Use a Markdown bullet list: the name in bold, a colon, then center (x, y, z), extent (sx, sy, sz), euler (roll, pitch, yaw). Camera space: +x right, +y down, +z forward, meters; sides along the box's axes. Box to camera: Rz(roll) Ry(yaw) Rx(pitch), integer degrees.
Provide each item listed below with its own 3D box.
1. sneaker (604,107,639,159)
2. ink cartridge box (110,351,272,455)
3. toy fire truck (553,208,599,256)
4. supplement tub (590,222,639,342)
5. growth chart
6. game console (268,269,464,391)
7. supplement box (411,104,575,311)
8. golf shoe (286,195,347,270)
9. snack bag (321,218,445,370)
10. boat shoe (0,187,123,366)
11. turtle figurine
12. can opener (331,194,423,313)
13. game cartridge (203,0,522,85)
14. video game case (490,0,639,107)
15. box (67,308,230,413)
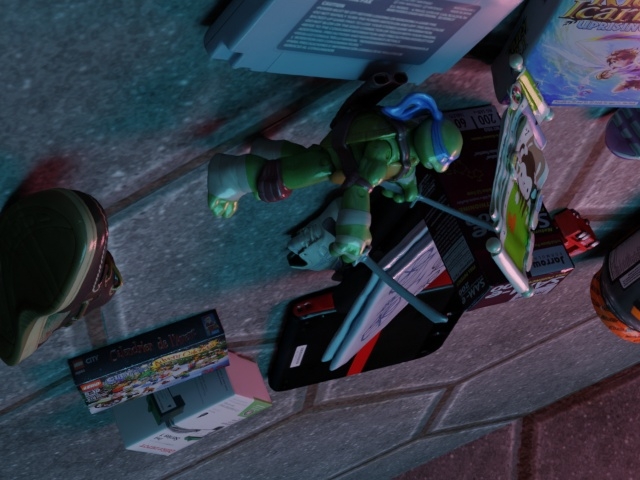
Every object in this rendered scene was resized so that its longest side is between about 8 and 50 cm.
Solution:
- **sneaker**: center (0.511, -0.170, 1.689), extent (0.236, 0.095, 0.104), euler (-23, 167, 0)
- **ink cartridge box**: center (-0.218, 0.276, 2.026), extent (0.219, 0.092, 0.160), euler (-28, 158, 13)
- **toy fire truck**: center (0.384, 0.003, 2.029), extent (0.135, 0.047, 0.192), euler (-30, 159, 19)
- **supplement tub**: center (0.651, 0.040, 2.161), extent (0.207, 0.207, 0.338), euler (-8, 155, -33)
- **growth chart**: center (0.223, -0.066, 1.331), extent (0.021, 0.237, 0.172), euler (3, 167, 28)
- **game console**: center (0.087, 0.148, 2.091), extent (0.342, 0.060, 0.386), euler (-11, 156, -14)
- **supplement box**: center (0.195, -0.043, 1.463), extent (0.130, 0.239, 0.073), euler (-11, 156, -27)
- **golf shoe**: center (0.000, 0.000, 1.622), extent (0.086, 0.069, 0.176), euler (-10, 155, -14)
- **snack bag**: center (0.153, 0.018, 1.709), extent (0.342, 0.037, 0.323), euler (-40, 167, -27)
- **boat shoe**: center (-0.291, 0.032, 1.358), extent (0.123, 0.123, 0.342), euler (-25, 164, -36)
- **turtle figurine**: center (0.032, -0.032, 1.273), extent (0.266, 0.198, 0.274), euler (2, 140, 29)
- **can opener**: center (0.090, 0.010, 1.699), extent (0.074, 0.093, 0.280), euler (1, 148, -21)
- **game cartridge**: center (0.057, -0.229, 1.143), extent (0.297, 0.062, 0.198), euler (-1, 147, -43)
- **video game case**: center (0.355, -0.234, 1.324), extent (0.269, 0.061, 0.244), euler (-1, 153, -13)
- **box**: center (-0.258, 0.188, 1.843), extent (0.233, 0.044, 0.159), euler (-19, 159, -9)
